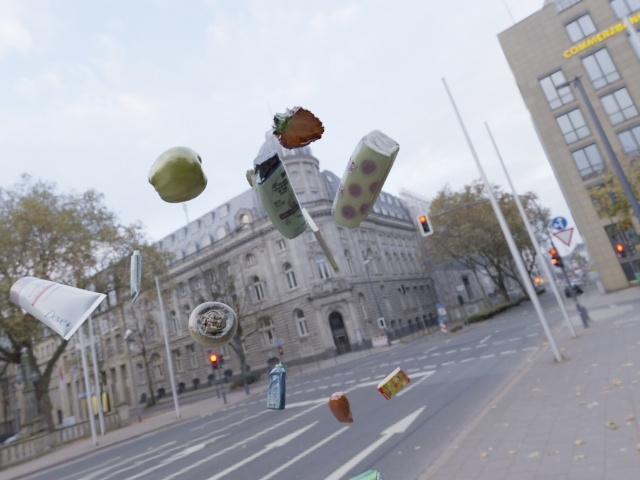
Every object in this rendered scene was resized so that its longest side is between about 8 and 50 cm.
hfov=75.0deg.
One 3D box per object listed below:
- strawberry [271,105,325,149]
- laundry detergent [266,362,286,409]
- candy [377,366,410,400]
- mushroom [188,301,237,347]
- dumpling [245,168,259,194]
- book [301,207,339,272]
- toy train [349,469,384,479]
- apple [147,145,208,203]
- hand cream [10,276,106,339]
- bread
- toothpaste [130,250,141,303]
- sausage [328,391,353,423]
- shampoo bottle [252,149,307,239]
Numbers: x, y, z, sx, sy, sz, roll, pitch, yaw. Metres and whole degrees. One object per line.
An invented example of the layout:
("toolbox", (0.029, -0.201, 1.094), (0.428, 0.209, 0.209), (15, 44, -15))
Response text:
("strawberry", (-0.082, -0.367, 1.341), (0.192, 0.085, 0.140), (-35, -44, -21))
("laundry detergent", (-0.199, 0.671, 1.924), (0.061, 0.206, 0.097), (17, -22, -41))
("candy", (0.286, 0.559, 1.631), (0.122, 0.062, 0.038), (-43, -2, 5))
("mushroom", (-0.500, 0.387, 1.951), (0.227, 0.226, 0.178), (-10, -38, -24))
("dumpling", (-0.272, -0.271, 1.968), (0.179, 0.131, 0.252), (21, -9, 24))
("book", (0.000, 0.000, 1.857), (0.025, 0.191, 0.269), (-29, -50, -1))
("toy train", (0.095, 0.792, 1.209), (0.238, 0.166, 0.299), (-28, -14, 3))
("apple", (-0.475, -0.219, 1.404), (0.200, 0.200, 0.200), (-15, -13, -4))
("hand cream", (-0.681, 0.164, 1.067), (0.248, 0.133, 0.083), (12, -35, 22))
("bread", (0.159, -0.228, 1.554), (0.187, 0.155, 0.338), (-46, -16, -51))
("toothpaste", (-0.589, 0.108, 1.330), (0.032, 0.204, 0.049), (19, -55, -36))
("sausage", (0.090, 0.721, 1.794), (0.089, 0.179, 0.089), (-18, 27, 10))
("shampoo bottle", (-0.158, -0.160, 1.580), (0.134, 0.078, 0.359), (-37, -48, -19))
